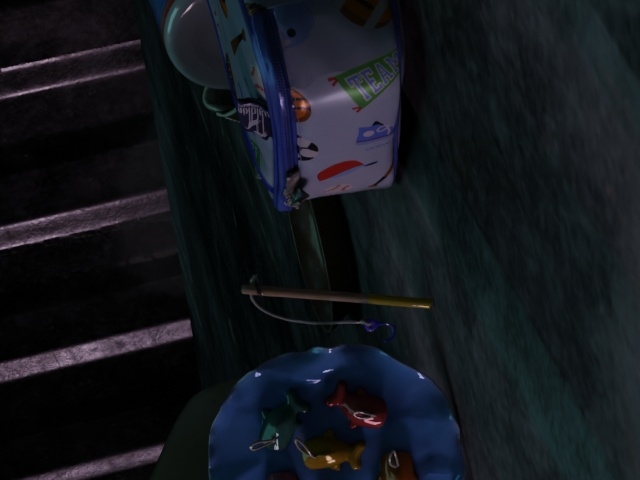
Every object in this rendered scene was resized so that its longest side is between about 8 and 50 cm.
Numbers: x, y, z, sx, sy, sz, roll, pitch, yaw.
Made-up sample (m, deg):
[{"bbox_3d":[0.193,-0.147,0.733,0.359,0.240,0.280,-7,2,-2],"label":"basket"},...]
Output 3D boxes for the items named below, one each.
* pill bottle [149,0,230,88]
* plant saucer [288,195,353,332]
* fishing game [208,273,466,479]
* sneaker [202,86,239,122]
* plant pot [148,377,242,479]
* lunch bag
[{"bbox_3d":[-0.098,-0.244,1.420,0.221,0.124,0.124,-111,11,-46],"label":"pill bottle"},{"bbox_3d":[0.000,0.000,1.469,0.168,0.029,0.168,166,90,-81],"label":"plant saucer"},{"bbox_3d":[0.011,0.164,1.128,0.041,0.189,0.264,-40,-41,-84],"label":"fishing game"},{"bbox_3d":[-0.071,-0.144,1.515,0.192,0.086,0.064,110,146,-75],"label":"sneaker"},{"bbox_3d":[-0.044,0.279,1.349,0.323,0.323,0.280,91,-176,-57],"label":"plant pot"},{"bbox_3d":[-0.026,-0.172,1.113,0.243,0.115,0.303,94,162,-69],"label":"lunch bag"}]
